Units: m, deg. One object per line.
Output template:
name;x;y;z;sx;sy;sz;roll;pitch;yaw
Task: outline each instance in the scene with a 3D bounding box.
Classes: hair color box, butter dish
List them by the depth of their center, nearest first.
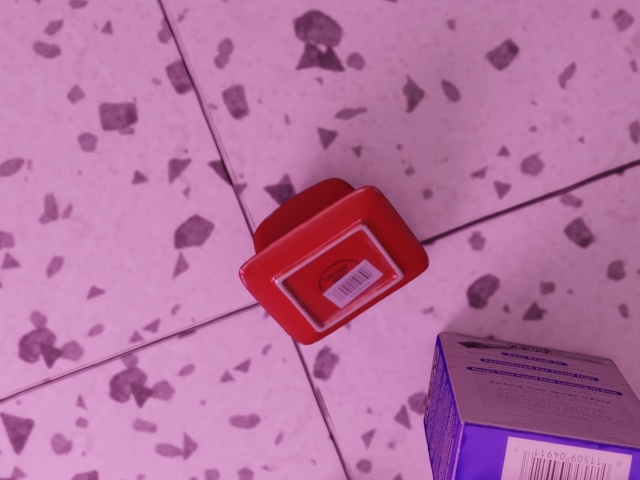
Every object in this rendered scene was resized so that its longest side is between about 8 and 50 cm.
hair color box;0.199;0.182;1.525;0.185;0.339;0.110;9;101;0
butter dish;0.000;0.000;1.619;0.160;0.118;0.160;-34;137;5
